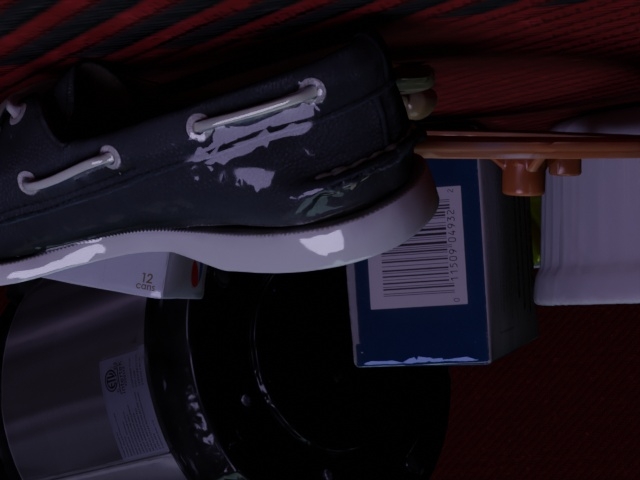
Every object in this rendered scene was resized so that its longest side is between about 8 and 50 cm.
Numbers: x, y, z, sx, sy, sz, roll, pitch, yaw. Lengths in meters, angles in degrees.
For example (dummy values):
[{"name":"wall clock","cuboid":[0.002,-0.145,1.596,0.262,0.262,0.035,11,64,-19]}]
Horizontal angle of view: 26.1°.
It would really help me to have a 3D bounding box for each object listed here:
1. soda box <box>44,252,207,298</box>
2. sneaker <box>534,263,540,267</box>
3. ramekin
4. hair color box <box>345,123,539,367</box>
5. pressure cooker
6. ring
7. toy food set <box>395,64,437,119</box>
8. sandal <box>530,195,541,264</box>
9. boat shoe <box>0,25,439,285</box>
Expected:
[{"name":"soda box","cuboid":[-0.172,-0.018,0.782,0.216,0.069,0.074,9,180,13]},{"name":"sneaker","cuboid":[0.200,-0.016,1.652,0.281,0.105,0.115,-3,178,18]},{"name":"ramekin","cuboid":[0.291,-0.027,1.011,0.277,0.135,0.277,-3,179,0]},{"name":"hair color box","cuboid":[0.109,0.008,1.143,0.105,0.174,0.347,-3,178,15]},{"name":"pressure cooker","cuboid":[-0.131,0.142,1.385,0.375,0.370,0.420,36,143,-31]},{"name":"ring","cuboid":[0.062,-0.049,0.803,0.337,0.032,0.336,0,-174,0]},{"name":"toy food set","cuboid":[0.025,-0.076,0.758,0.078,0.019,0.122,-4,178,7]},{"name":"sandal","cuboid":[0.134,0.007,1.516,0.317,0.126,0.138,-21,177,28]},{"name":"boat shoe","cuboid":[-0.093,-0.041,0.638,0.302,0.091,0.114,-6,-155,23]}]
